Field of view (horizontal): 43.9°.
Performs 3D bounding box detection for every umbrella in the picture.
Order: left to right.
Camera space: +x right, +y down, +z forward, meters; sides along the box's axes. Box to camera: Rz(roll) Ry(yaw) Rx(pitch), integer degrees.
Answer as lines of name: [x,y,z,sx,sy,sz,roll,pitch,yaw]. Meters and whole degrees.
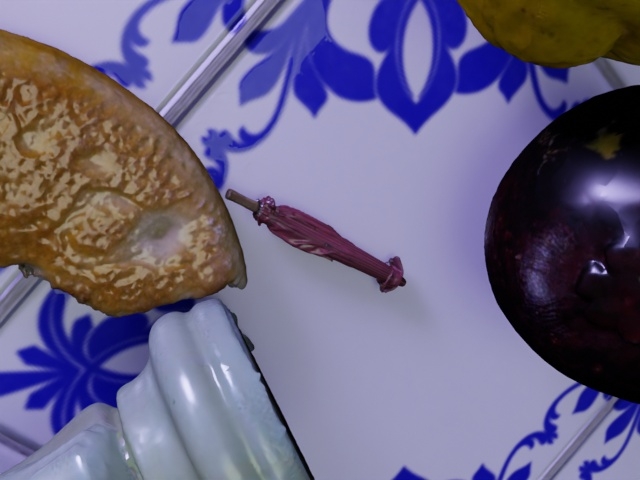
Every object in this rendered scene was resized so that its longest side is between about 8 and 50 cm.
umbrella: [0.000,0.000,0.577,0.165,0.027,0.025,28,141,-29]

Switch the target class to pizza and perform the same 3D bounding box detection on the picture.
pizza: [-0.150,-0.036,0.485,0.271,0.056,0.134,27,93,-32]

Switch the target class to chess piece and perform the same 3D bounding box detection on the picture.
chess piece: [-0.157,0.170,0.497,0.298,0.176,0.175,-26,116,-9]

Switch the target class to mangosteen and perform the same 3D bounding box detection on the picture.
mangosteen: [0.245,-0.002,0.591,0.265,0.228,0.228,-29,126,-58]

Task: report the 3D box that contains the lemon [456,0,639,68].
lemon: [0.187,-0.256,0.431,0.286,0.285,0.316,-1,128,-22]
